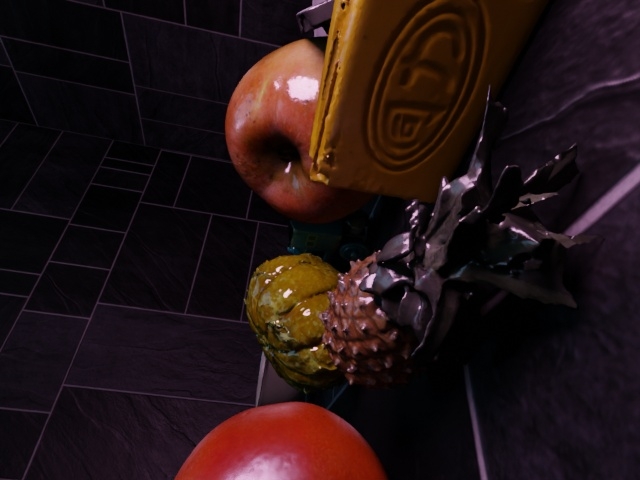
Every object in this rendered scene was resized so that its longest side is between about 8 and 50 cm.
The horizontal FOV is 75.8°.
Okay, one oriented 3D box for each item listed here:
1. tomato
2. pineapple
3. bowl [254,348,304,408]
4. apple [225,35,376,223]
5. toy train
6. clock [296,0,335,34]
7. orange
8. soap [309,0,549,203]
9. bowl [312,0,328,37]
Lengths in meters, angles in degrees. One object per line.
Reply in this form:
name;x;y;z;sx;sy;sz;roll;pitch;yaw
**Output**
tomato;-0.056;0.379;0.554;0.321;0.320;0.322;-171;90;-83
pineapple;0.103;0.045;0.405;0.365;0.165;0.166;115;162;-57
bowl;-0.098;0.391;1.361;0.354;0.184;0.355;-171;90;-82
apple;0.001;-0.218;0.786;0.305;0.338;0.339;-57;-10;-39
toy train;0.006;0.026;0.991;0.298;0.193;0.120;108;167;-55
clock;0.094;-0.389;0.661;0.279;0.273;0.049;-95;-17;-63
orange;-0.022;0.174;0.870;0.300;0.223;0.302;36;145;54
soap;0.105;-0.196;0.481;0.325;0.203;0.096;106;167;-44
bowl;0.074;-0.691;1.346;0.345;0.156;0.347;-2;-90;-80
